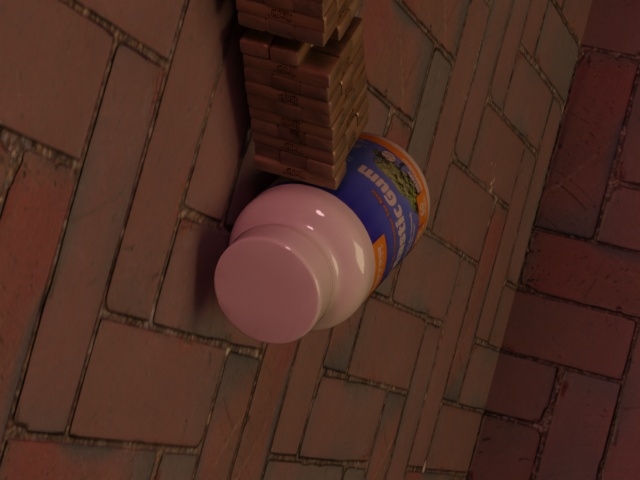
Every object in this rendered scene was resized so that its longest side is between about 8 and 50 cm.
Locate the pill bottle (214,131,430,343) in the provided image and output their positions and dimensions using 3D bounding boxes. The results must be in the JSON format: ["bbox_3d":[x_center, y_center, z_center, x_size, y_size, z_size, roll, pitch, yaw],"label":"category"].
[{"bbox_3d":[0.000,0.000,1.800,0.272,0.152,0.152,-45,145,-59],"label":"pill bottle"}]

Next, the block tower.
[{"bbox_3d":[-0.017,-0.201,1.636,0.335,0.091,0.097,87,26,-47],"label":"block tower"}]
